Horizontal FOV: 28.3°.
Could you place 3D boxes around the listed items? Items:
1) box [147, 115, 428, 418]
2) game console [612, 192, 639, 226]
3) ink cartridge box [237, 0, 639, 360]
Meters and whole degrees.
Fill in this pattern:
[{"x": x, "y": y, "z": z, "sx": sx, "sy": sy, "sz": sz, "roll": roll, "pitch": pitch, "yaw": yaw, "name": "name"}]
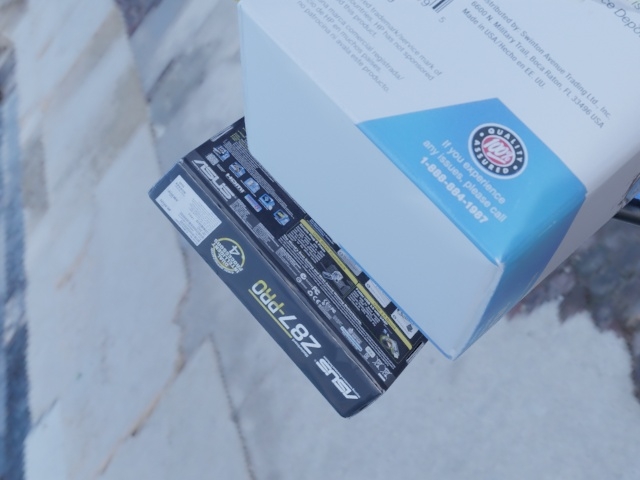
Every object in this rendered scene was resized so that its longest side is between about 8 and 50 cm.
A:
[{"x": 0.000, "y": 0.000, "z": 1.717, "sx": 0.097, "sy": 0.395, "sz": 0.318, "roll": -41, "pitch": 1, "yaw": 40, "name": "box"}, {"x": 0.466, "y": -0.119, "z": 1.885, "sx": 0.342, "sy": 0.387, "sz": 0.060, "roll": -78, "pitch": 4, "yaw": -60, "name": "game console"}, {"x": 0.118, "y": -0.106, "z": 0.745, "sx": 0.270, "sy": 0.198, "sz": 0.197, "roll": -40, "pitch": -14, "yaw": -14, "name": "ink cartridge box"}]
